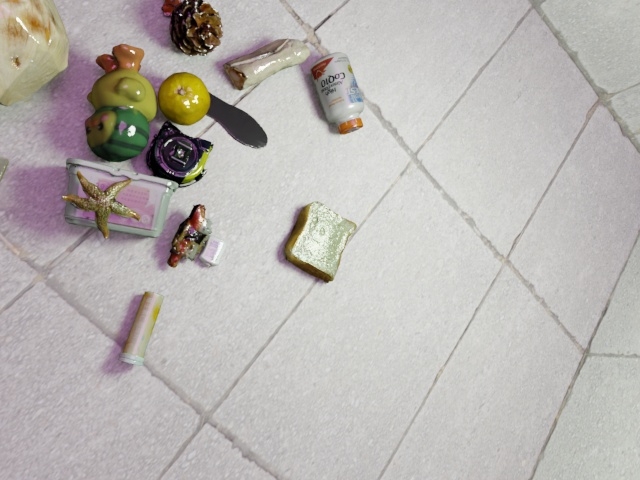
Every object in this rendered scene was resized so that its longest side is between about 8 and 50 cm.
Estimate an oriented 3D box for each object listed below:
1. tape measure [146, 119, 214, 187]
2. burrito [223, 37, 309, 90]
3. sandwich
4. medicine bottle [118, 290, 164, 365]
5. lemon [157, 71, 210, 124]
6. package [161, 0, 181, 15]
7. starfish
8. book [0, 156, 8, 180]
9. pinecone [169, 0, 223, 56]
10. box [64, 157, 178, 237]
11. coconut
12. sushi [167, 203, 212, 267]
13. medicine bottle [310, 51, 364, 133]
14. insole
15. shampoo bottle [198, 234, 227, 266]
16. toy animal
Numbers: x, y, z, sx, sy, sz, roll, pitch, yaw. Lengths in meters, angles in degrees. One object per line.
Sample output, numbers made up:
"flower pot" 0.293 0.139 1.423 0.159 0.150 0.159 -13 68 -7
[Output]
"tape measure" -0.460 -0.271 1.619 0.199 0.112 0.186 22 73 -21
"burrito" -0.196 -0.651 1.814 0.299 0.143 0.105 -33 130 -24
"sandwich" 0.000 0.000 1.823 0.226 0.087 0.251 30 69 -19
"medicine bottle" -0.541 0.266 1.503 0.074 0.074 0.218 22 70 -23
"lemon" -0.440 -0.458 1.608 0.170 0.207 0.169 -1 99 -5
"package" -0.521 -0.835 1.731 0.077 0.033 0.110 -21 106 -52
"starfish" -0.597 -0.116 1.387 0.208 0.053 0.175 46 69 -29
"book" -1.080 -0.166 1.312 0.371 0.043 0.260 19 72 -23
"pinecone" -0.416 -0.720 1.667 0.179 0.205 0.184 -18 106 -25
"box" -0.606 -0.117 1.489 0.312 0.175 0.182 10 86 -26
"coconut" -0.881 -0.553 1.314 0.416 0.345 0.414 7 74 -26
"sushi" -0.419 -0.010 1.601 0.103 0.097 0.225 32 83 -12
"medicine bottle" 0.075 -0.563 1.922 0.157 0.157 0.288 -19 90 -29
"insole" -0.337 -0.443 1.770 0.349 0.009 0.118 30 67 -20
"shampoo bottle" -0.360 0.039 1.651 0.072 0.043 0.099 27 70 -20
"toy animal" -0.602 -0.403 1.522 0.191 0.216 0.337 13 76 -53
